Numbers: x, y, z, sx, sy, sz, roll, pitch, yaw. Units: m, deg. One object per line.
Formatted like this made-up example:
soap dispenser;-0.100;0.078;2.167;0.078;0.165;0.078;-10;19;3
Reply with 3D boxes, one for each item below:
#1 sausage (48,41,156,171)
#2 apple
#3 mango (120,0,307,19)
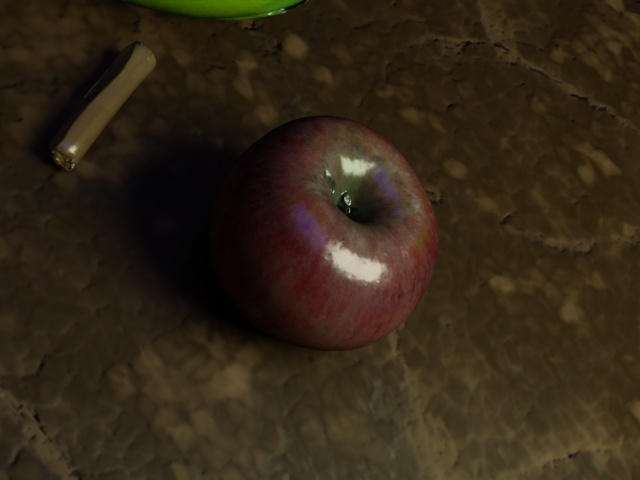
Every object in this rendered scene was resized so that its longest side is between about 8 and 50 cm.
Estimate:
sausage;-0.148;-0.090;1.009;0.026;0.026;0.116;34;52;-5
apple;0.000;0.000;0.971;0.153;0.120;0.153;16;57;-25
mango;-0.092;-0.221;1.065;0.233;0.111;0.125;-1;68;-26
